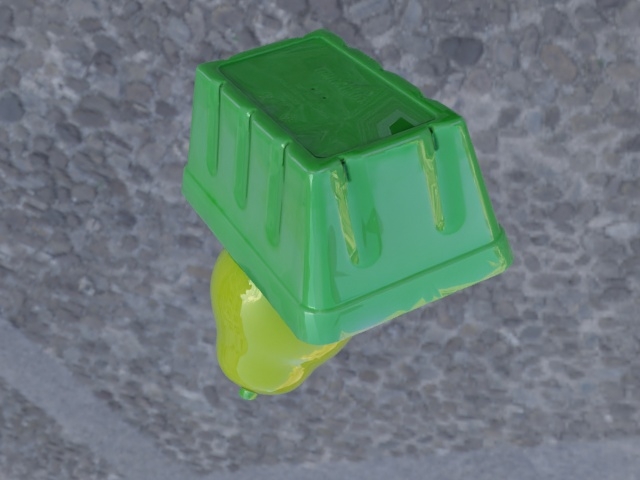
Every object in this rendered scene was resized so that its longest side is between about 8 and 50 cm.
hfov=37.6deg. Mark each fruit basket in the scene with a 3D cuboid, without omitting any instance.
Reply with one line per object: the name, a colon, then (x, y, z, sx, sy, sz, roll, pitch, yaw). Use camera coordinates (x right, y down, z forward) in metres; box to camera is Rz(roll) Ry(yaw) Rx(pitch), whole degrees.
fruit basket: (0.000, 0.000, 1.039, 0.283, 0.392, 0.392, -21, 146, -19)
